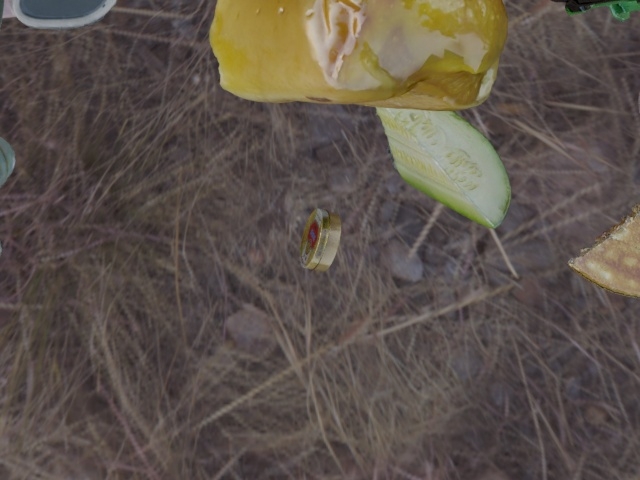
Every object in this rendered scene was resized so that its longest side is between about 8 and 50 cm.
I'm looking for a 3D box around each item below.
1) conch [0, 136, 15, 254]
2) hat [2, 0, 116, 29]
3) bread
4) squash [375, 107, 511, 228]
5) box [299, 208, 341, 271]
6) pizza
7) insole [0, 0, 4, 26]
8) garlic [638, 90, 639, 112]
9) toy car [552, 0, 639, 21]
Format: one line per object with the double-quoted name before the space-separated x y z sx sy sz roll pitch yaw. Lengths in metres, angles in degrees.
"conch" -0.273 -0.056 0.594 0.203 0.386 0.169 1 66 -13
"hat" -0.275 -0.281 0.925 0.226 0.219 0.164 -26 72 -11
"bread" 0.077 -0.321 1.615 0.361 0.394 0.250 -3 99 -37
"squash" 0.231 -0.166 1.930 0.111 0.289 0.203 -32 122 -17
"box" 0.000 0.000 1.827 0.037 0.105 0.105 14 104 -16
"pizza" 0.561 0.013 1.925 0.201 0.053 0.193 23 121 3
"insole" -0.257 -0.119 0.835 0.002 0.053 0.152 11 77 -11
"garlic" 0.366 -0.116 1.059 0.087 0.195 0.101 -40 136 7
"toy car" 0.477 -0.521 1.845 0.176 0.213 0.358 -33 110 -31
